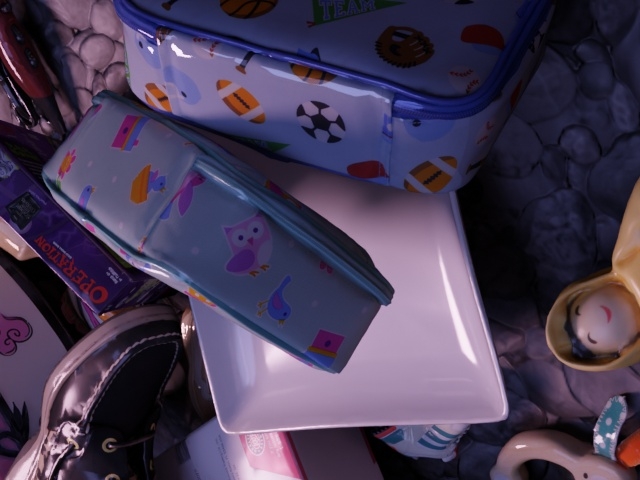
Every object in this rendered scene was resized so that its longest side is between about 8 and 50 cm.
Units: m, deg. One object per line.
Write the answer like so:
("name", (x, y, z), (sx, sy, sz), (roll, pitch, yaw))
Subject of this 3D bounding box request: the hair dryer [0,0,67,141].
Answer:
("hair dryer", (-0.329, -0.236, 1.156), (0.223, 0.080, 0.293), (31, 142, -7))

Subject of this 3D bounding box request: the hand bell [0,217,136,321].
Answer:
("hand bell", (-0.287, 0.027, 1.256), (0.242, 0.126, 0.126), (43, 136, 1))

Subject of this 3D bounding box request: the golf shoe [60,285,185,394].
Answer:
("golf shoe", (-0.229, 0.106, 1.305), (0.186, 0.067, 0.086), (42, 134, 6))

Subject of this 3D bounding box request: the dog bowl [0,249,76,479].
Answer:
("dog bowl", (-0.444, 0.179, 1.401), (0.408, 0.150, 0.408), (32, 140, 31))

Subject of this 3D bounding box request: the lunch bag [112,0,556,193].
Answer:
("lunch bag", (0.012, -0.173, 0.809), (0.303, 0.243, 0.115), (22, 146, 15))

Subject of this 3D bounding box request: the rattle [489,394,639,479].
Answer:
("rattle", (0.221, 0.238, 1.016), (0.199, 0.143, 0.130), (-36, 80, 51))

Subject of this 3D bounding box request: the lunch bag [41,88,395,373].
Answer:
("lunch bag", (-0.082, -0.009, 0.885), (0.224, 0.108, 0.279), (34, 178, -40))

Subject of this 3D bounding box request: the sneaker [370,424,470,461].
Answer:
("sneaker", (0.127, 0.182, 1.111), (0.075, 0.057, 0.161), (42, 137, -19))

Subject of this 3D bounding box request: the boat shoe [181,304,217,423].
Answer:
("boat shoe", (-0.112, 0.149, 1.251), (0.059, 0.063, 0.170), (13, 126, 37))

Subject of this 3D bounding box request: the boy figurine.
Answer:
("boy figurine", (0.284, 0.015, 0.831), (0.285, 0.092, 0.177), (-33, 78, 41))

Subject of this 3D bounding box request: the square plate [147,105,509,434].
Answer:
("square plate", (0.000, 0.000, 1.010), (0.344, 0.049, 0.347), (-11, 93, 40))

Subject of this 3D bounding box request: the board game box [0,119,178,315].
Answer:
("board game box", (-0.228, -0.024, 1.062), (0.056, 0.347, 0.208), (-41, 87, 2))

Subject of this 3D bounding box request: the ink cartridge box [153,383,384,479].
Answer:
("ink cartridge box", (-0.068, 0.294, 1.207), (0.283, 0.117, 0.207), (-38, 67, 39))

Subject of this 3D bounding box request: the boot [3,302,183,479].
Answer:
("boot", (-0.193, 0.277, 1.150), (0.284, 0.138, 0.377), (53, 124, 27))
